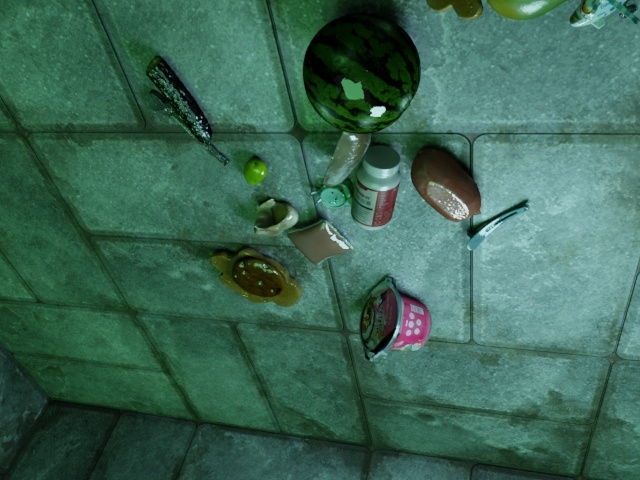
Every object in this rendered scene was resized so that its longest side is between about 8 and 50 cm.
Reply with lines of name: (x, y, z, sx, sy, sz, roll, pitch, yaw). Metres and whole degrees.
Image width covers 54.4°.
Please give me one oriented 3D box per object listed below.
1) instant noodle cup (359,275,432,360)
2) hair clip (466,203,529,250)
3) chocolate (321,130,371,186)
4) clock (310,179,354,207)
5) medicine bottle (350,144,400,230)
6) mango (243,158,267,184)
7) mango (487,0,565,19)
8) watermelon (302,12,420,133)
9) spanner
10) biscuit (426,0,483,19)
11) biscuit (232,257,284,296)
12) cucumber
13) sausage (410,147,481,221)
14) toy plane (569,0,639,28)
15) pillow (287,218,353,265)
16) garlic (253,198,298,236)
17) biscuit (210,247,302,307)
instant noodle cup: (0.280, 0.296, 2.229, 0.182, 0.258, 0.302, 16, 99, -24)
hair clip: (0.536, -0.054, 1.894, 0.039, 0.070, 0.229, 37, 128, -16)
chocolate: (0.086, -0.254, 1.748, 0.080, 0.157, 0.254, 24, 139, 0)
clock: (0.040, -0.144, 1.973, 0.135, 0.041, 0.101, -5, 133, 24)
medicine bottle: (0.165, -0.153, 1.852, 0.131, 0.131, 0.250, 13, 139, 6)
mango: (-0.208, -0.215, 1.974, 0.073, 0.056, 0.108, 26, 141, -1)
mango: (0.470, -0.558, 1.308, 0.251, 0.114, 0.156, -11, 107, 37)
watermelon: (0.100, -0.401, 1.501, 0.285, 0.285, 0.285, 10, 138, 9)
spanner: (-0.405, -0.343, 1.930, 0.093, 0.026, 0.325, -22, 126, 37)
biscuit: (0.317, -0.607, 1.329, 0.165, 0.036, 0.250, 34, 128, 34)
biscuit: (-0.232, 0.143, 2.308, 0.212, 0.036, 0.212, 10, 139, 9)
cucumber: (-0.403, -0.401, 1.834, 0.072, 0.072, 0.300, -13, 130, 30)
sausage: (0.361, -0.149, 1.787, 0.254, 0.148, 0.148, 34, 136, -21)
toy plane: (0.653, -0.549, 1.310, 0.273, 0.107, 0.182, -47, 67, 20)
pillow: (0.000, 0.000, 2.117, 0.179, 0.075, 0.171, -21, 126, 36)
garlic: (-0.153, -0.067, 2.091, 0.174, 0.099, 0.124, -19, 141, 34)
biscuit: (-0.245, 0.140, 2.373, 0.376, 0.051, 0.269, 28, 136, -12)
